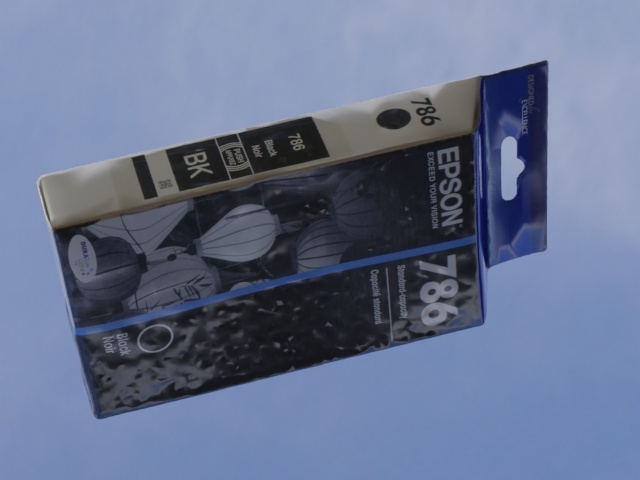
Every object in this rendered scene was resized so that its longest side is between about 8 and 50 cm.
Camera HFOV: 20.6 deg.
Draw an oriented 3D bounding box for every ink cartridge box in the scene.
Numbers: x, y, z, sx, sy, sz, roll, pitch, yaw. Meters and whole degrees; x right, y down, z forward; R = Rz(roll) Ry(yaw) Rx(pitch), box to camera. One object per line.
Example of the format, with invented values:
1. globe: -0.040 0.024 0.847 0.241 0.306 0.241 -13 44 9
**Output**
1. ink cartridge box: 0.000 0.000 1.113 0.333 0.165 0.065 -15 -140 -9
